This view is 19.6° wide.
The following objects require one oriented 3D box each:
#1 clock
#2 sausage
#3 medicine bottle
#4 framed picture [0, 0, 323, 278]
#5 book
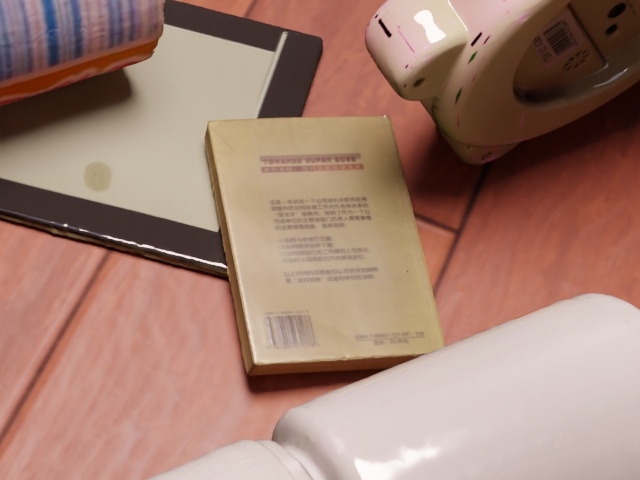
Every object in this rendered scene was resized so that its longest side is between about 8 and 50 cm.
[{"bbox_3d":[0.197,-0.199,1.454,0.309,0.284,0.114,-36,66,9],"label":"clock"},{"bbox_3d":[-0.290,-0.211,1.449,0.287,0.233,0.233,-22,61,-19],"label":"sausage"},{"bbox_3d":[0.071,0.189,1.254,0.371,0.211,0.211,-20,61,-19],"label":"medicine bottle"},{"bbox_3d":[-0.192,-0.115,1.543,0.347,0.016,0.265,14,56,2],"label":"framed picture"},{"bbox_3d":[0.000,0.000,1.471,0.161,0.026,0.231,-2,58,-15],"label":"book"}]
